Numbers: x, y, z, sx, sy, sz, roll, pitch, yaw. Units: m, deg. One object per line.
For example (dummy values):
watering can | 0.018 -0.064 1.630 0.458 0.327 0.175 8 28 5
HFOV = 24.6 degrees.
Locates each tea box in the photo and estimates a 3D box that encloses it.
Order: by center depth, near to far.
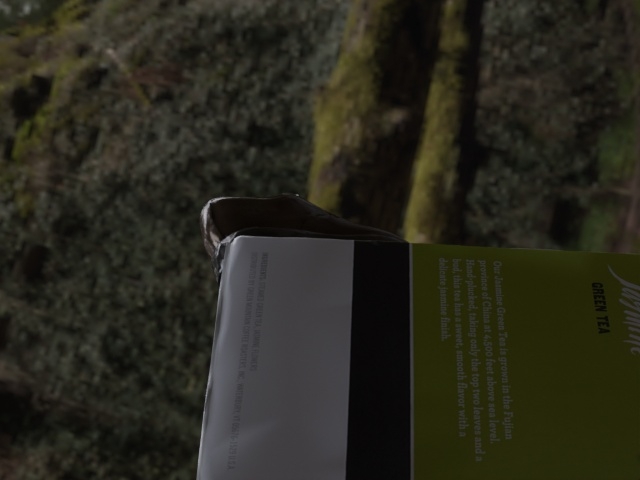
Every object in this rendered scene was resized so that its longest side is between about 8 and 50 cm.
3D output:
tea box | 0.091 0.191 0.947 0.220 0.323 0.329 -86 -1 -47

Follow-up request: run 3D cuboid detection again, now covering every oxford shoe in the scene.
oxford shoe | 0.000 0.000 1.201 0.227 0.096 0.083 14 -55 -41
